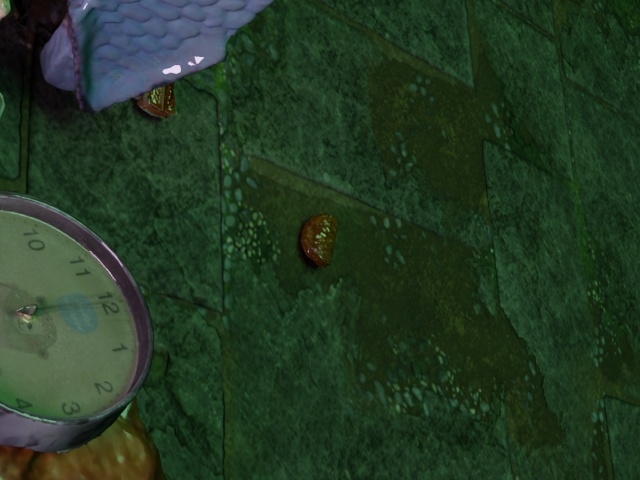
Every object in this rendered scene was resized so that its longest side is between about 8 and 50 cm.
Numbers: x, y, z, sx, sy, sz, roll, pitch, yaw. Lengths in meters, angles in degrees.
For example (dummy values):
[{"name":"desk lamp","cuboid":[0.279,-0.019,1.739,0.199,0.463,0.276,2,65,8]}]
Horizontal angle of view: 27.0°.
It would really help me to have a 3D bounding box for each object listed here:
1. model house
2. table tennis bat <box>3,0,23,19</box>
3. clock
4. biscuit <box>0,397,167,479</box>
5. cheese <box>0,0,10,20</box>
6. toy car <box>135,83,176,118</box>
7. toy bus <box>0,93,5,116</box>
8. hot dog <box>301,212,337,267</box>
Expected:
[{"name":"model house","cuboid":[-0.255,-0.370,1.569,0.297,0.339,0.360,10,55,-35]},{"name":"table tennis bat","cuboid":[-0.367,-0.307,1.521,0.234,0.022,0.131,-117,-173,-58]},{"name":"clock","cuboid":[-0.289,0.073,1.312,0.280,0.055,0.281,27,40,-25]},{"name":"biscuit","cuboid":[-0.298,0.334,1.296,0.395,0.166,0.343,-23,88,-54]},{"name":"cheese","cuboid":[-0.455,-0.263,1.333,0.266,0.233,0.127,-3,87,-50]},{"name":"toy car","cuboid":[-0.215,-0.219,1.765,0.059,0.035,0.122,23,58,-40]},{"name":"toy bus","cuboid":[-0.420,-0.071,1.401,0.106,0.092,0.268,49,40,-41]},{"name":"hot dog","cuboid":[0.000,0.000,1.935,0.058,0.035,0.083,40,47,-34]}]
